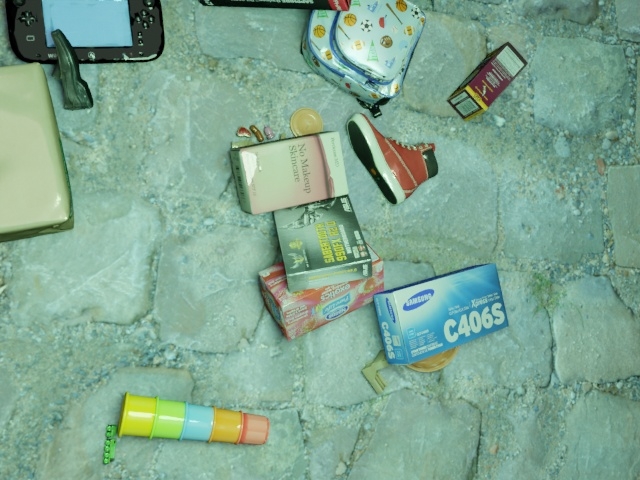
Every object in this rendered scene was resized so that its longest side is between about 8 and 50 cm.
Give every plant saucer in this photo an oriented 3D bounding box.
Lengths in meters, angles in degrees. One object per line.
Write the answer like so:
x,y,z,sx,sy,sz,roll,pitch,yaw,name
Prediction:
-0.033,-0.280,1.515,0.083,0.013,0.084,1,86,-16,plant saucer
0.255,0.222,1.549,0.199,0.037,0.200,2,84,-17,plant saucer

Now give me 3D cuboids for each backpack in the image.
0.093,-0.473,1.478,0.263,0.213,0.277,22,82,-3,backpack

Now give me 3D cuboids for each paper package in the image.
-0.669,-0.160,1.234,0.309,0.168,0.325,-11,88,-17,paper package

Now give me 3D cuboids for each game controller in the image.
-0.503,-0.468,1.361,0.318,0.067,0.167,-6,87,-17,game controller

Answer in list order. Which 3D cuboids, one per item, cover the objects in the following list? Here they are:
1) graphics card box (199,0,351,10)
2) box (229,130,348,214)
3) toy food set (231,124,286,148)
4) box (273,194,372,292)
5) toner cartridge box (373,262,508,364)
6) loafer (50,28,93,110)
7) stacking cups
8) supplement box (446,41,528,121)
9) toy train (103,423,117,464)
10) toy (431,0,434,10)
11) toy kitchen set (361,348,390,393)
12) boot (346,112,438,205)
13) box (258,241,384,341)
-0.095,-0.639,1.394,0.370,0.094,0.233,8,82,16,graphics card box
-0.072,-0.155,1.422,0.232,0.127,0.149,-14,102,-17,box
-0.145,-0.237,1.474,0.122,0.019,0.078,12,82,-16,toy food set
0.000,0.000,1.388,0.182,0.231,0.056,-10,132,-5,box
0.292,0.166,1.481,0.347,0.075,0.165,-12,88,-35,toner cartridge box
-0.537,-0.355,1.322,0.061,0.062,0.170,-15,114,-5,loafer
-0.266,0.385,1.351,0.315,0.096,0.096,9,83,-17,stacking cups
0.428,-0.408,1.618,0.081,0.104,0.188,45,75,-9,supplement box
-0.445,0.431,1.331,0.023,0.017,0.084,6,84,-27,toy train
0.240,-0.709,1.584,0.056,0.137,0.238,-11,90,9,toy
0.159,0.306,1.500,0.075,0.083,0.068,56,32,-6,toy kitchen set
0.185,-0.233,1.542,0.176,0.088,0.244,-38,105,-17,boot
0.005,0.100,1.414,0.256,0.128,0.123,-24,134,-18,box
